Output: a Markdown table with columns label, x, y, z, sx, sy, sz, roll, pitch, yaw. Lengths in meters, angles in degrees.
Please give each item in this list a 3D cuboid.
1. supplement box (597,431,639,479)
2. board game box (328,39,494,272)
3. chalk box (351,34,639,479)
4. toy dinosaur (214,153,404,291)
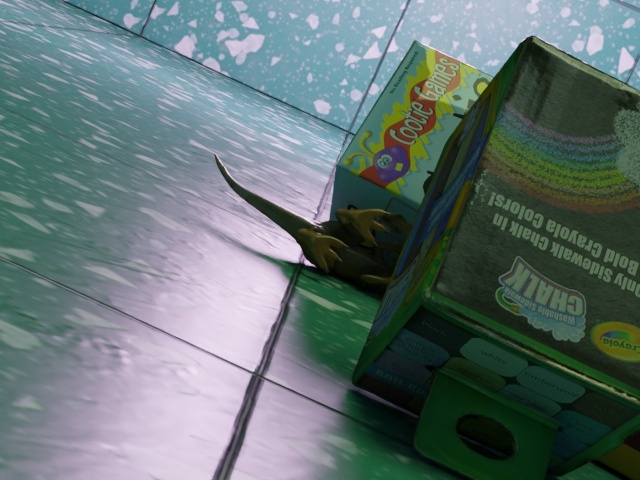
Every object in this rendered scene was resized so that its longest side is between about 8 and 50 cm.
| label | x | y | z | sx | sy | sz | roll | pitch | yaw |
| --- | --- | --- | --- | --- | --- | --- | --- | --- | --- |
| supplement box | 0.260 | 0.062 | 0.932 | 0.129 | 0.191 | 0.194 | 28 | 7 | 26 |
| board game box | 0.160 | -0.017 | 1.168 | 0.275 | 0.142 | 0.144 | 26 | -28 | 10 |
| chalk box | 0.108 | 0.032 | 0.750 | 0.132 | 0.213 | 0.132 | 26 | -26 | -3 |
| toy dinosaur | 0.000 | 0.000 | 1.119 | 0.211 | 0.064 | 0.112 | 32 | -14 | -3 |
